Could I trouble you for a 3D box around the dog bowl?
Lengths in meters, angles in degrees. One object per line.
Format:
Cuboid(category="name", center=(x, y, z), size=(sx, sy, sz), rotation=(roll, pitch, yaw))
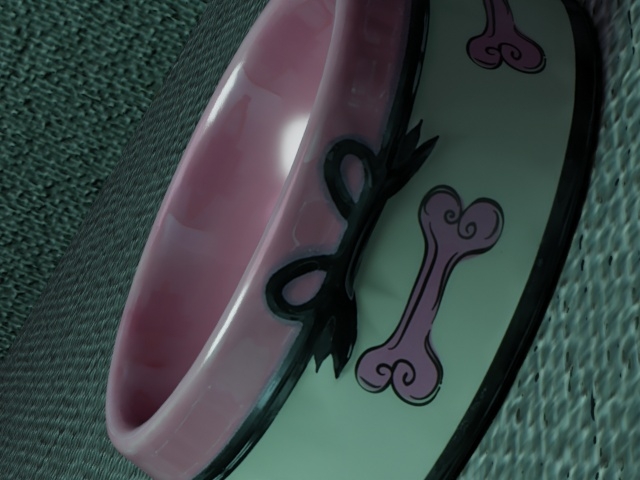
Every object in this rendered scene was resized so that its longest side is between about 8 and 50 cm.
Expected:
Cuboid(category="dog bowl", center=(0.000, 0.000, 1.143), size=(0.408, 0.150, 0.408), rotation=(-57, 17, 29))
